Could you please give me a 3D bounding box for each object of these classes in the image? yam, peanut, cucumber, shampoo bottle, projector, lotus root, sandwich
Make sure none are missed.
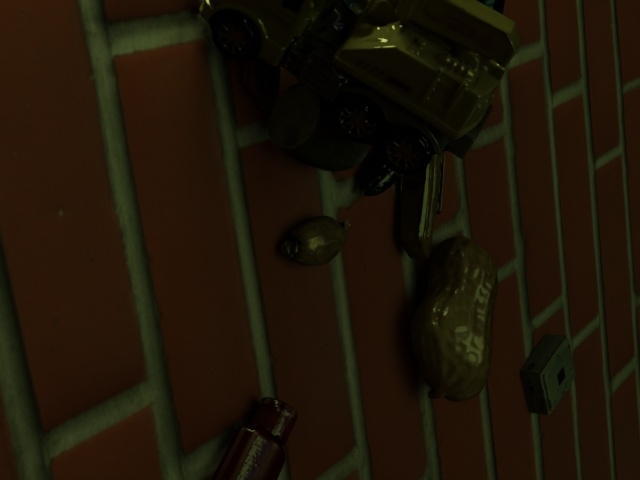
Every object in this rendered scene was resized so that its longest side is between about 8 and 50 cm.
[{"bbox_3d":[-0.003,-0.158,1.594,0.183,0.107,0.107,24,72,-60],"label":"yam"},{"bbox_3d":[0.235,0.134,1.911,0.159,0.143,0.291,33,63,-61],"label":"peanut"},{"bbox_3d":[0.133,-0.159,1.818,0.067,0.067,0.245,57,49,-39],"label":"cucumber"},{"bbox_3d":[-0.109,0.341,1.514,0.102,0.064,0.260,55,50,-40],"label":"shampoo bottle"},{"bbox_3d":[0.494,0.289,2.348,0.147,0.061,0.115,-42,126,-43],"label":"projector"},{"bbox_3d":[0.000,0.000,1.650,0.152,0.063,0.072,-27,103,-46],"label":"lotus root"},{"bbox_3d":[-0.083,-0.235,1.551,0.069,0.026,0.101,4,90,-56],"label":"sandwich"}]

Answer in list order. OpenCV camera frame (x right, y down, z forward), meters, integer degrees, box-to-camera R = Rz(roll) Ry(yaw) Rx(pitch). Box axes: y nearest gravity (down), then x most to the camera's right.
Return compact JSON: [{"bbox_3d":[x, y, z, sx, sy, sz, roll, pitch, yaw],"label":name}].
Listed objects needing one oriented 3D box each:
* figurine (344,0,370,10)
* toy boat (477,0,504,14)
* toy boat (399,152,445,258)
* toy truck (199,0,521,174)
[{"bbox_3d":[0.088,-0.421,1.625,0.185,0.205,0.332,33,66,-52],"label":"figurine"},{"bbox_3d":[0.238,-0.389,1.893,0.092,0.134,0.298,30,54,-26],"label":"toy boat"},{"bbox_3d":[0.179,-0.081,1.887,0.088,0.068,0.225,8,85,-60],"label":"toy boat"},{"bbox_3d":[0.059,-0.279,1.430,0.405,0.254,0.180,34,44,0],"label":"toy truck"}]
